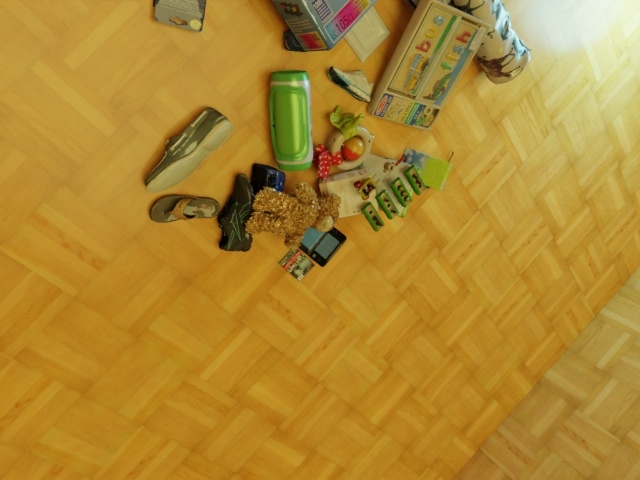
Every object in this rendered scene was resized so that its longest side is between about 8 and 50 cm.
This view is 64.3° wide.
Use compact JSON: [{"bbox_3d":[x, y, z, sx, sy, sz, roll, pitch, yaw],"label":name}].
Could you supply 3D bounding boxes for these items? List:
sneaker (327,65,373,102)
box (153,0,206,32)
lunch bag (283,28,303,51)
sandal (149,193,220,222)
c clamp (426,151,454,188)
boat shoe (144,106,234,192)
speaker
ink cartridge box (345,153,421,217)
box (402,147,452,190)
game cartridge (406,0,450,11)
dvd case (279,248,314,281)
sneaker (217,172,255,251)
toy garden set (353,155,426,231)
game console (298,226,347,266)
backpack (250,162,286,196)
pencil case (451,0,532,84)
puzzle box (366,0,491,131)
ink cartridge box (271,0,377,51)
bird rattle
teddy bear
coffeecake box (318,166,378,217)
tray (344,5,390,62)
[{"bbox_3d":[0.103,-0.535,1.680,0.191,0.071,0.082,22,92,-42],"label":"sneaker"},{"bbox_3d":[-0.370,-0.691,1.368,0.137,0.036,0.225,4,105,-30],"label":"box"},{"bbox_3d":[-0.067,-0.611,1.549,0.099,0.065,0.067,-5,94,-31],"label":"lunch bag"},{"bbox_3d":[-0.414,-0.093,1.577,0.219,0.060,0.089,0,110,-29],"label":"sandal"},{"bbox_3d":[0.454,-0.268,1.971,0.161,0.022,0.137,-28,141,-47],"label":"c clamp"},{"bbox_3d":[-0.405,-0.268,1.510,0.319,0.116,0.099,-41,81,0],"label":"boat shoe"},{"bbox_3d":[-0.089,-0.375,1.599,0.131,0.131,0.296,-13,116,-24],"label":"speaker"},{"bbox_3d":[0.214,-0.215,1.859,0.255,0.097,0.188,18,103,2],"label":"ink cartridge box"},{"bbox_3d":[0.386,-0.266,1.898,0.042,0.178,0.109,-4,118,-68],"label":"box"},{"bbox_3d":[0.301,-0.896,1.596,0.355,0.068,0.230,38,94,-22],"label":"game cartridge"},{"bbox_3d":[-0.085,0.086,1.858,0.087,0.013,0.119,-48,123,-3],"label":"dvd case"},{"bbox_3d":[-0.272,-0.083,1.636,0.106,0.101,0.267,-4,112,-25],"label":"sneaker"},{"bbox_3d":[0.240,-0.173,1.731,0.244,0.049,0.203,-41,123,-7],"label":"toy garden set"},{"bbox_3d":[0.000,0.000,1.830,0.144,0.124,0.085,-50,151,-1],"label":"game console"},{"bbox_3d":[-0.171,-0.178,1.653,0.101,0.098,0.120,4,107,-34],"label":"backpack"},{"bbox_3d":[0.596,-0.764,1.791,0.183,0.160,0.410,-52,125,-13],"label":"pencil case"},{"bbox_3d":[0.359,-0.581,1.719,0.272,0.052,0.408,7,127,-29],"label":"puzzle box"},{"bbox_3d":[-0.033,-0.762,1.389,0.270,0.151,0.395,-51,125,-15],"label":"ink cartridge box"},{"bbox_3d":[0.085,-0.312,1.719,0.207,0.143,0.253,15,104,-40],"label":"bird rattle"},{"bbox_3d":[-0.078,-0.079,1.639,0.338,0.113,0.245,21,104,-40],"label":"teddy bear"},{"bbox_3d":[0.099,-0.162,1.777,0.186,0.068,0.142,-10,118,6],"label":"coffeecake box"},{"bbox_3d":[0.115,-0.719,1.626,0.145,0.030,0.270,-47,124,-3],"label":"tray"}]
